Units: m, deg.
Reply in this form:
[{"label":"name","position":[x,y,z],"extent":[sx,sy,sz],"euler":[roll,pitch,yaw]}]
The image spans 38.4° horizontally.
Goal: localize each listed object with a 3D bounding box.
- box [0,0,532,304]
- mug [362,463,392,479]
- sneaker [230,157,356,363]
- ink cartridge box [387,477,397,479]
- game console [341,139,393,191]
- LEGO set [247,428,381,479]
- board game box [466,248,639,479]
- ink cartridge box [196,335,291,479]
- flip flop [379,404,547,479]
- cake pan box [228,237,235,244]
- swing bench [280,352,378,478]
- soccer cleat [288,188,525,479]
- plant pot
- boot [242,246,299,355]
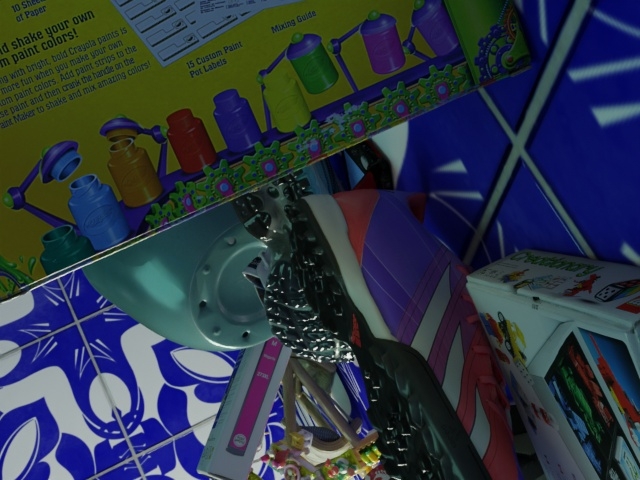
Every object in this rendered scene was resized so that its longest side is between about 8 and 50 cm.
[{"label":"box","position":[-0.091,-0.162,0.491],"extent":[0.279,0.290,0.177],"euler":[68,170,-11]},{"label":"mug","position":[0.132,0.365,1.200],"extent":[0.113,0.150,0.169],"euler":[28,-163,-33]},{"label":"sneaker","position":[0.000,0.000,0.933],"extent":[0.122,0.110,0.283],"euler":[-59,-36,-49]},{"label":"ink cartridge box","position":[0.135,0.337,0.895],"extent":[0.234,0.088,0.193],"euler":[41,165,10]},{"label":"game console","position":[0.024,-0.015,0.828],"extent":[0.124,0.085,0.144],"euler":[55,165,42]},{"label":"LEGO set","position":[-0.027,0.340,1.401],"extent":[0.287,0.107,0.132],"euler":[2,94,40]},{"label":"board game box","position":[0.189,0.156,0.500],"extent":[0.305,0.053,0.193],"euler":[66,170,-9]},{"label":"ink cartridge box","position":[-0.091,0.180,1.384],"extent":[0.176,0.069,0.371],"euler":[134,155,-72]},{"label":"flip flop","position":[0.130,0.179,0.750],"extent":[0.080,0.112,0.277],"euler":[53,165,-5]},{"label":"cake pan box","position":[-0.206,-0.090,1.467],"extent":[0.245,0.070,0.267],"euler":[8,137,26]},{"label":"swing bench","position":[-0.025,0.325,1.654],"extent":[0.253,0.165,0.255],"euler":[95,154,-71]},{"label":"soccer cleat","position":[0.077,0.071,0.616],"extent":[0.318,0.116,0.109],"euler":[-119,22,-44]},{"label":"plant pot","position":[-0.145,0.013,1.219],"extent":[0.235,0.293,0.293],"euler":[34,150,48]},{"label":"boot","position":[-0.037,0.003,1.058],"extent":[0.258,0.123,0.095],"euler":[61,169,20]}]
